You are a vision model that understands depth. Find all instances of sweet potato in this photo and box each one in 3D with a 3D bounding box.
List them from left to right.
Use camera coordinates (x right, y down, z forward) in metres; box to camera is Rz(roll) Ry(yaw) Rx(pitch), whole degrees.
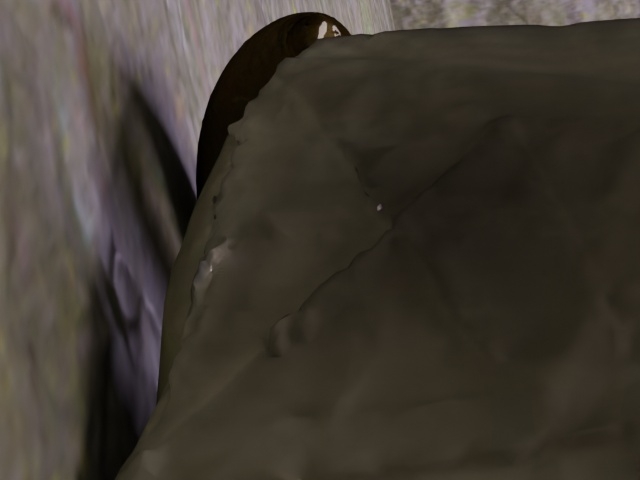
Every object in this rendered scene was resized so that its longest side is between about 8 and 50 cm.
[{"bbox_3d":[-0.001,0.002,0.552,0.059,0.069,0.249,45,-11,32],"label":"sweet potato"}]

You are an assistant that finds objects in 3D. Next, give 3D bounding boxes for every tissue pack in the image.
[{"bbox_3d":[0.135,0.132,0.462,0.207,0.297,0.380,-75,156,-44],"label":"tissue pack"}]
